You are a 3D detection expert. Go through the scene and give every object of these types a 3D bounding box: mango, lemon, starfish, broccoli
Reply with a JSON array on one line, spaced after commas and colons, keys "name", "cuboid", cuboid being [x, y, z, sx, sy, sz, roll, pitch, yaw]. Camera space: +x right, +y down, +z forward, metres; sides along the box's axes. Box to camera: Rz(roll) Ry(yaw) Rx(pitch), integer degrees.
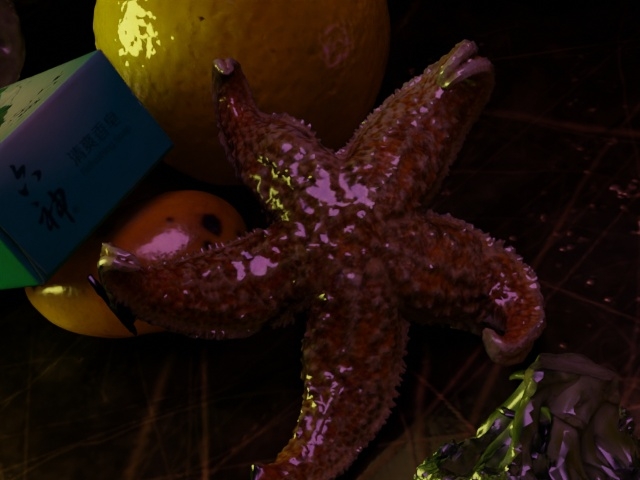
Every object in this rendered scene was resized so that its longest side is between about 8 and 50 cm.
[{"name": "mango", "cuboid": [-0.137, 0.020, 0.935, 0.178, 0.090, 0.115, -11, 33, 11]}, {"name": "lemon", "cuboid": [-0.065, -0.182, 1.025, 0.240, 0.219, 0.240, -5, 47, 6]}, {"name": "starfish", "cuboid": [-0.002, -0.003, 0.850, 0.303, 0.113, 0.312, -17, 72, -12]}, {"name": "broccoli", "cuboid": [0.131, 0.134, 0.720, 0.145, 0.138, 0.162, 19, 13, 40]}]

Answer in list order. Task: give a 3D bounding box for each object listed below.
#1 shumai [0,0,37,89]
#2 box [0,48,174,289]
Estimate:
[{"name": "shumai", "cuboid": [-0.316, -0.191, 1.158, 0.218, 0.184, 0.185, 55, 36, 9]}, {"name": "box", "cuboid": [-0.240, -0.042, 0.955, 0.244, 0.092, 0.153, -9, 35, 50]}]
